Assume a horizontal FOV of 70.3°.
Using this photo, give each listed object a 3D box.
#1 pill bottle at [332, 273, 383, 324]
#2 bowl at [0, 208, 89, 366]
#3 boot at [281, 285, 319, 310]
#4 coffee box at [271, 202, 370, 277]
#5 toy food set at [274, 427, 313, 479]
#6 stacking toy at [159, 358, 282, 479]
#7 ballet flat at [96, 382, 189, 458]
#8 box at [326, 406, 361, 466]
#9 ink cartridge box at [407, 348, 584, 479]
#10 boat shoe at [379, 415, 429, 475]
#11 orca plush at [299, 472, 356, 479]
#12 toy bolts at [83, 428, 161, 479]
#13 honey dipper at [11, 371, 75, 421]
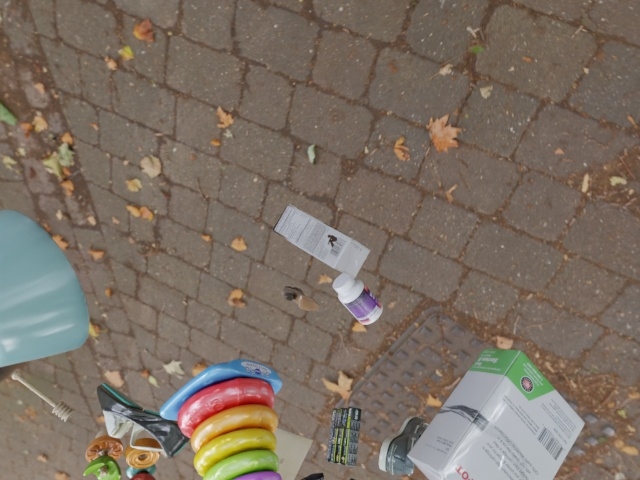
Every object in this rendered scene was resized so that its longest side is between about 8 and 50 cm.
[{"bbox_3d":[0.133,0.208,1.655,0.108,0.108,0.193,-26,119,31],"label":"pill bottle"},{"bbox_3d":[-0.611,0.112,0.858,0.311,0.163,0.311,14,118,28],"label":"bowl"},{"bbox_3d":[-0.060,0.167,1.357,0.118,0.087,0.042,22,101,-6],"label":"boot"},{"bbox_3d":[0.000,0.000,1.579,0.297,0.168,0.119,30,90,33],"label":"coffee box"},{"bbox_3d":[-0.178,0.840,1.784,0.092,0.219,0.306,15,162,47],"label":"toy food set"},{"bbox_3d":[-0.122,0.352,0.695,0.166,0.302,0.175,-40,136,17],"label":"stacking toy"},{"bbox_3d":[-0.437,0.425,1.066,0.280,0.096,0.095,15,151,21],"label":"ballet flat"},{"bbox_3d":[0.083,0.699,1.628,0.045,0.190,0.184,18,153,-17],"label":"box"},{"bbox_3d":[0.342,0.389,0.888,0.211,0.289,0.121,49,159,-6],"label":"ink cartridge box"},{"bbox_3d":[0.271,0.593,1.308,0.099,0.319,0.116,3,86,31],"label":"boat shoe"},{"bbox_3d":[0.057,0.659,1.105,0.102,0.151,0.287,23,143,53],"label":"orca plush"},{"bbox_3d":[-0.567,0.652,1.389,0.218,0.158,0.228,-28,122,-4],"label":"toy bolts"},{"bbox_3d":[-0.625,0.346,1.017,0.161,0.030,0.030,36,125,-1],"label":"honey dipper"}]
